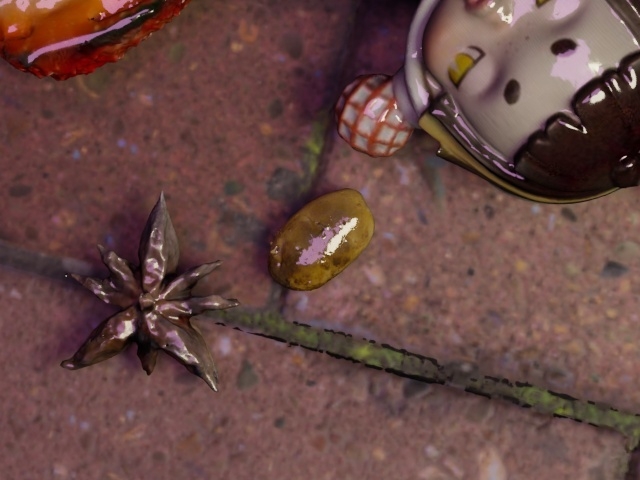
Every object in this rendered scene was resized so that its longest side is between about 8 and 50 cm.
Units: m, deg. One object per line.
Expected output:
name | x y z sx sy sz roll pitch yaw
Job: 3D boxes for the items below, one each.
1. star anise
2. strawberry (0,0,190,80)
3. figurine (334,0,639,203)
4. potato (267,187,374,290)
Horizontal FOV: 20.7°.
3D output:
star anise | -0.114 0.031 1.186 0.124 0.056 0.129 8 87 7
strawberry | -0.159 -0.177 1.192 0.192 0.085 0.140 -40 75 -4
figurine | 0.113 -0.170 1.131 0.281 0.167 0.370 -43 73 21
potato | 0.000 0.000 1.185 0.083 0.040 0.051 -43 88 3
